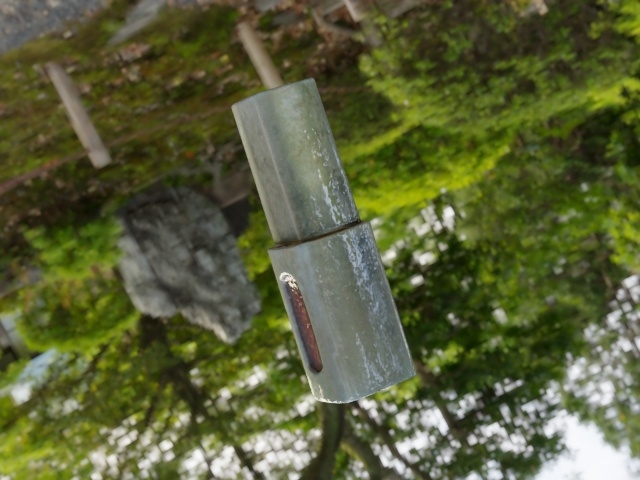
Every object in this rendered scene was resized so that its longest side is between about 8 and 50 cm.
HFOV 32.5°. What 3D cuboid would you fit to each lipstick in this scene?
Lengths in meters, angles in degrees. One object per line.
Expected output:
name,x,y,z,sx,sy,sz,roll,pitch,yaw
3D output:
lipstick,0.000,0.000,0.885,0.077,0.253,0.079,-19,-175,-24
